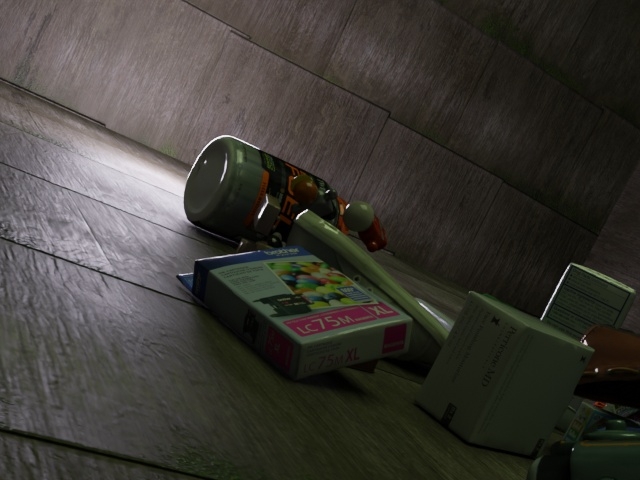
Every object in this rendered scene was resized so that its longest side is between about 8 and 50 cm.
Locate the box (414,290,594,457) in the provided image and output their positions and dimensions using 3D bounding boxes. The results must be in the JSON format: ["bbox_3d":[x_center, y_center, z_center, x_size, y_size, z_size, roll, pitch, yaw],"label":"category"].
[{"bbox_3d":[0.261,0.191,1.228,0.182,0.181,0.119,22,6,-41],"label":"box"}]

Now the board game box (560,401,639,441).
[{"bbox_3d":[0.422,0.308,1.297,0.154,0.103,0.026,23,6,-33],"label":"board game box"}]

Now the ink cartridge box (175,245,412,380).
[{"bbox_3d":[-0.045,0.079,1.189,0.185,0.065,0.311,-8,24,-37],"label":"ink cartridge box"}]

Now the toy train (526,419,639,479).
[{"bbox_3d":[0.386,0.256,0.910,0.334,0.142,0.190,-9,-16,35],"label":"toy train"}]

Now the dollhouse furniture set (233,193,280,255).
[{"bbox_3d":[-0.071,0.018,1.485,0.123,0.151,0.144,26,8,-9],"label":"dollhouse furniture set"}]

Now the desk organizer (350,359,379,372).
[{"bbox_3d":[0.034,0.150,1.252,0.130,0.050,0.047,21,7,-45],"label":"desk organizer"}]

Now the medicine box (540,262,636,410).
[{"bbox_3d":[0.555,0.208,1.888,0.149,0.289,0.263,28,6,19],"label":"medicine box"}]

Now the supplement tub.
[{"bbox_3d":[-0.111,-0.076,1.904,0.338,0.207,0.207,22,7,-34],"label":"supplement tub"}]

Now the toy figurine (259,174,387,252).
[{"bbox_3d":[0.000,0.000,1.660,0.209,0.213,0.148,30,-7,30],"label":"toy figurine"}]

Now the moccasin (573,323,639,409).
[{"bbox_3d":[0.504,0.213,1.215,0.139,0.147,0.380,44,-19,-33],"label":"moccasin"}]

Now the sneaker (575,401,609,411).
[{"bbox_3d":[0.544,0.337,1.685,0.083,0.087,0.221,29,6,30],"label":"sneaker"}]

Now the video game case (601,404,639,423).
[{"bbox_3d":[0.528,0.291,1.457,0.042,0.210,0.232,58,12,11],"label":"video game case"}]

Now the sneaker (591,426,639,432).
[{"bbox_3d":[0.436,0.322,1.098,0.147,0.130,0.330,27,5,-24],"label":"sneaker"}]

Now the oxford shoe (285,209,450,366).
[{"bbox_3d":[0.094,0.125,1.454,0.449,0.130,0.169,40,-5,-26],"label":"oxford shoe"}]

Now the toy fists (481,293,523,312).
[{"bbox_3d":[0.403,0.205,1.686,0.142,0.096,0.279,26,7,-26],"label":"toy fists"}]

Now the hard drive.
[{"bbox_3d":[0.325,0.233,1.694,0.233,0.047,0.353,35,2,-21],"label":"hard drive"}]
